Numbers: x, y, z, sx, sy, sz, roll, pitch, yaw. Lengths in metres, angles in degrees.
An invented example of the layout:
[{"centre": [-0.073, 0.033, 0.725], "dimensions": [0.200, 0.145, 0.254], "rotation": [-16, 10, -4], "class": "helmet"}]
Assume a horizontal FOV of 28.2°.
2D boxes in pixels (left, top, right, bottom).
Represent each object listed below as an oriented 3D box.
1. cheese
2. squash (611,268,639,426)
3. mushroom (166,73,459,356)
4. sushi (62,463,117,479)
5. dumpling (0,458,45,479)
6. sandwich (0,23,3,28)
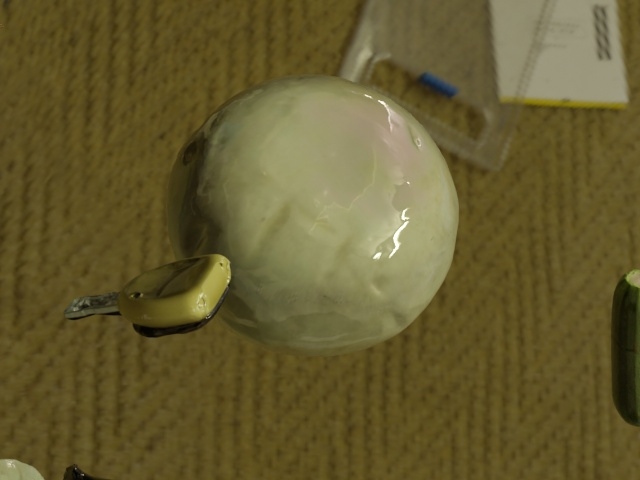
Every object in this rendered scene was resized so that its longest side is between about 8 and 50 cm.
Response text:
[{"centre": [-0.160, 0.052, 1.143], "dimensions": [0.036, 0.162, 0.086], "rotation": [63, 32, -29], "class": "cheese"}, {"centre": [0.382, 0.132, 1.529], "dimensions": [0.066, 0.066, 0.229], "rotation": [-30, 131, -26], "class": "squash"}, {"centre": [0.010, -0.003, 1.376], "dimensions": [0.315, 0.315, 0.356], "rotation": [-45, 118, -24], "class": "mushroom"}, {"centre": [-0.269, 0.415, 1.517], "dimensions": [0.225, 0.238, 0.219], "rotation": [31, 55, 7], "class": "sushi"}, {"centre": [-0.307, 0.340, 1.292], "dimensions": [0.193, 0.147, 0.258], "rotation": [-29, 112, -56], "class": "dumpling"}, {"centre": [-0.423, -0.246, 1.527], "dimensions": [0.083, 0.031, 0.044], "rotation": [10, 71, -30], "class": "sandwich"}]
